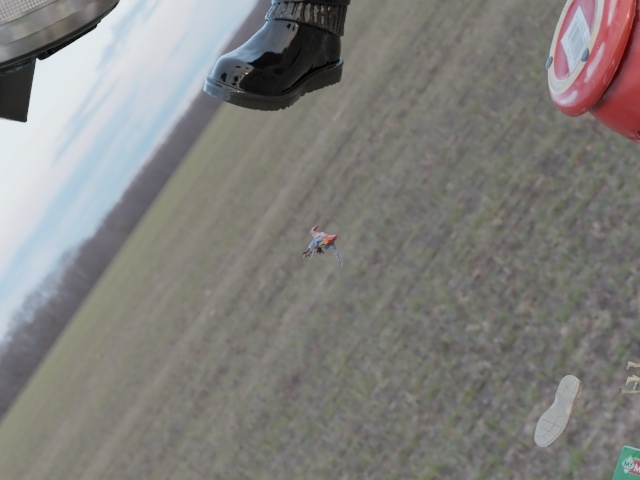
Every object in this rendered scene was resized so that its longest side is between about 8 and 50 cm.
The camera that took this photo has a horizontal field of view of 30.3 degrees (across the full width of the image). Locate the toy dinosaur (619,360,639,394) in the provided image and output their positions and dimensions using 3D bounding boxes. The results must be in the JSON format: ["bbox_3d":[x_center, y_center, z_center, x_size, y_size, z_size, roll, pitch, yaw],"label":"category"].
[{"bbox_3d":[0.555,0.233,1.970,0.183,0.092,0.053,96,-171,-61],"label":"toy dinosaur"}]

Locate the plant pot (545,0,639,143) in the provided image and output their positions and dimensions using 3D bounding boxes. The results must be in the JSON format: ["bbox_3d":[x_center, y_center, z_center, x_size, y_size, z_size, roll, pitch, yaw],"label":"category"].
[{"bbox_3d":[0.345,-0.198,1.236,0.191,0.174,0.191,-165,90,-79],"label":"plant pot"}]

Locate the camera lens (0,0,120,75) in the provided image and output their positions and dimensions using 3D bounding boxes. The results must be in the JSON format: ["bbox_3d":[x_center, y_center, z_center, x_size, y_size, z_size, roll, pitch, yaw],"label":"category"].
[{"bbox_3d":[-0.304,-0.289,1.002,0.219,0.274,0.219,-16,27,8],"label":"camera lens"}]

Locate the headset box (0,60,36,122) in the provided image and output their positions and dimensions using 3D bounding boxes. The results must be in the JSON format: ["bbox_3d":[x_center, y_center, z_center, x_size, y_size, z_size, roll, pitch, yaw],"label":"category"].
[{"bbox_3d":[-0.529,-0.306,1.657,0.131,0.283,0.246,-5,-77,-82],"label":"headset box"}]

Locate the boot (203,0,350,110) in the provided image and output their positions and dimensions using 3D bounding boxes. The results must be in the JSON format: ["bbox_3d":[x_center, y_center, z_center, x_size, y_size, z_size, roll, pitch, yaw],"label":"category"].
[{"bbox_3d":[-0.059,-0.368,1.917,0.348,0.131,0.260,-35,-40,-55],"label":"boot"}]

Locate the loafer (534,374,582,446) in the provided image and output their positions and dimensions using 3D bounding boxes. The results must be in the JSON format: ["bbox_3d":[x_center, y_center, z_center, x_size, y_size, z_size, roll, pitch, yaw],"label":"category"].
[{"bbox_3d":[0.389,0.278,1.904,0.045,0.039,0.125,27,91,39],"label":"loafer"}]

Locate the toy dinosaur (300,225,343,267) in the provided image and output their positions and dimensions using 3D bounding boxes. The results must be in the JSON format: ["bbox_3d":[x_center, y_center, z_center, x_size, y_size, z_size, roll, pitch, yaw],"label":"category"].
[{"bbox_3d":[0.000,0.000,1.691,0.082,0.047,0.090,128,135,-53],"label":"toy dinosaur"}]

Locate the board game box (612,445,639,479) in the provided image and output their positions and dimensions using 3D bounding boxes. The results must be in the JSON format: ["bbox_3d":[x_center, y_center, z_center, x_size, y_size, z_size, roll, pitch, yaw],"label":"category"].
[{"bbox_3d":[0.480,0.287,1.195,0.317,0.213,0.046,4,73,64],"label":"board game box"}]
